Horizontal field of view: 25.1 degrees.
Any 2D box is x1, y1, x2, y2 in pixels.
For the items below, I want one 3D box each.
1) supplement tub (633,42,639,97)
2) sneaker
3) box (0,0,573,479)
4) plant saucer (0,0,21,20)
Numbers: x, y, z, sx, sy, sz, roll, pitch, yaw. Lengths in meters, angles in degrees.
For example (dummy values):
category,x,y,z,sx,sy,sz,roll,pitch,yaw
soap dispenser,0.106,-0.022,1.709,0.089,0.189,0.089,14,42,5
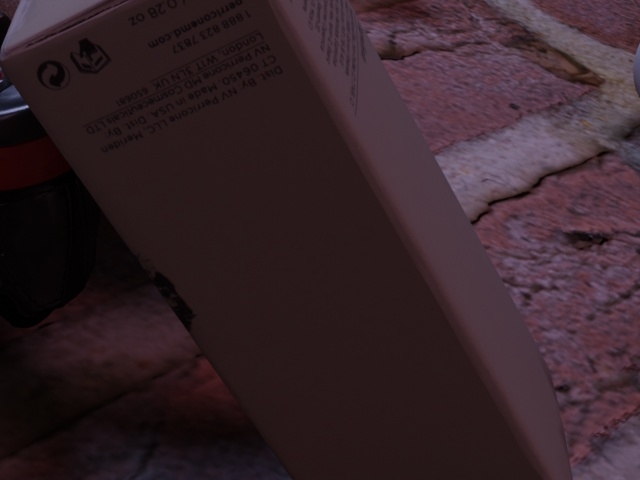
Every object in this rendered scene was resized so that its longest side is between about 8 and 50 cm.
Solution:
category,x,y,z,sx,sy,sz,roll,pitch,yaw
supplement tub,0.319,-0.083,0.993,0.144,0.144,0.199,5,35,-29
sneaker,-0.202,-0.033,0.611,0.276,0.135,0.097,13,37,29
box,0.000,0.000,0.543,0.275,0.094,0.113,59,17,-27
plant saucer,-0.101,-0.115,0.754,0.311,0.050,0.310,20,11,-4
